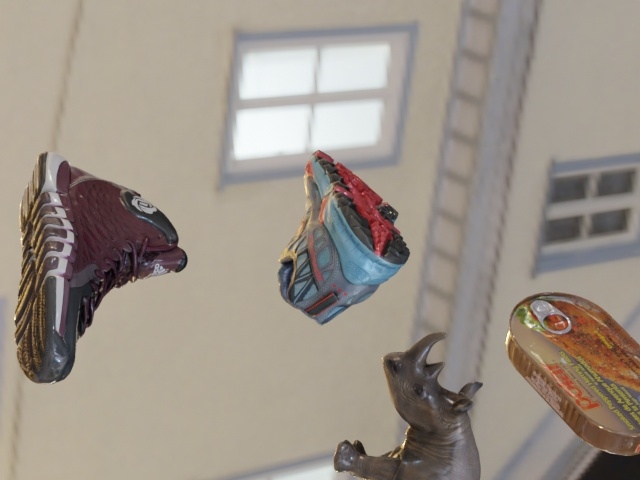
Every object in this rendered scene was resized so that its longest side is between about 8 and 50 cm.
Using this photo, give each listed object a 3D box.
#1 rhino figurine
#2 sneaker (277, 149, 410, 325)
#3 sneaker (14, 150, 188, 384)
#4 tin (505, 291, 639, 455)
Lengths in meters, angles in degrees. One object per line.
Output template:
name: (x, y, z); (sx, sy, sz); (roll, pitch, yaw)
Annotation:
rhino figurine: (0.066, 0.181, 1.273); (0.106, 0.073, 0.243); (17, -75, 15)
sneaker: (0.000, 0.000, 1.567); (0.125, 0.104, 0.262); (-48, -169, 10)
sneaker: (-0.203, 0.030, 1.617); (0.281, 0.163, 0.106); (-97, -151, -44)
tin: (0.244, 0.120, 1.522); (0.189, 0.106, 0.040); (49, -40, 37)
